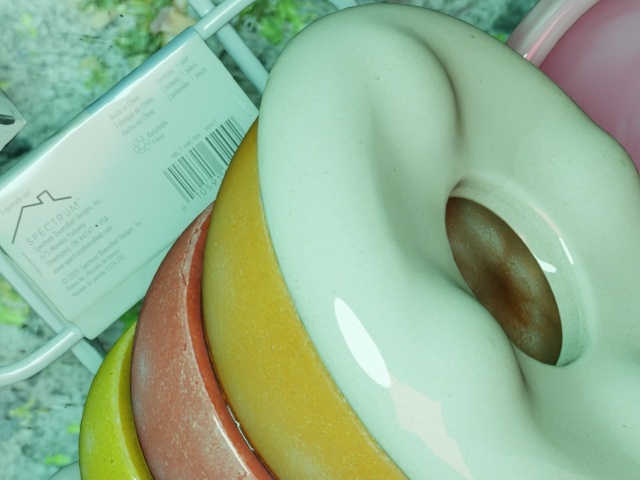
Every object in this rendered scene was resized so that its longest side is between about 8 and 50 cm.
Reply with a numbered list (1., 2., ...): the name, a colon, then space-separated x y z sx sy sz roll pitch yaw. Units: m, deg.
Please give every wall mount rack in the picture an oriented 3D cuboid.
1. wall mount rack: -0.155 -0.087 1.229 0.350 0.130 0.304 -39 115 -2

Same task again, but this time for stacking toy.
1. stacking toy: -0.035 0.113 1.175 0.350 0.351 0.480 41 126 -21

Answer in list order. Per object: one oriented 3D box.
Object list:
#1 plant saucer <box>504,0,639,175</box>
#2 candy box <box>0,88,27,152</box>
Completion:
1. plant saucer: 0.228 -0.056 1.333 0.332 0.084 0.332 -9 113 -23
2. candy box: -0.299 -0.062 1.156 0.196 0.070 0.165 -46 74 15
